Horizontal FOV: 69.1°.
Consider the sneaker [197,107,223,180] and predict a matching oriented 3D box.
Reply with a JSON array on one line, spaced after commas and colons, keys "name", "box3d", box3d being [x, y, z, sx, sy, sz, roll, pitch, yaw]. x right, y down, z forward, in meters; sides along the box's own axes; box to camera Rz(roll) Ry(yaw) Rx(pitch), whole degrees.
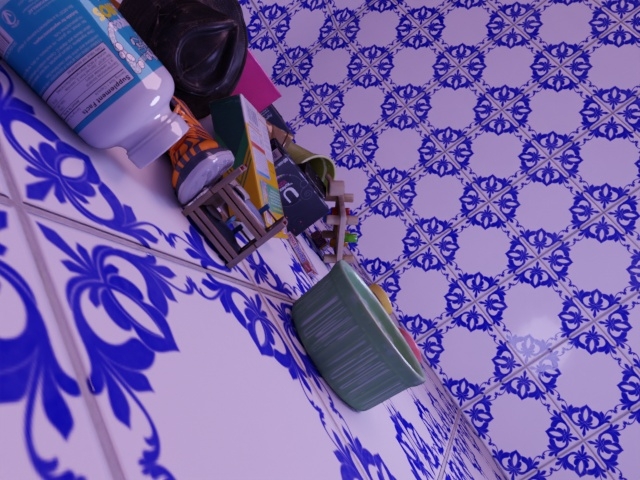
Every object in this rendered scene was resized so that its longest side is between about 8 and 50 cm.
[{"name": "sneaker", "box3d": [-0.261, -0.258, 1.157, 0.290, 0.123, 0.106, 52, 4, -23]}]

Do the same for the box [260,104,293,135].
[{"name": "box", "box3d": [-0.316, -0.517, 1.741, 0.395, 0.212, 0.294, 49, 7, -30]}]

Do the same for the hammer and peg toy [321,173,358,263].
[{"name": "hammer and peg toy", "box3d": [0.080, -0.101, 1.864, 0.266, 0.127, 0.362, -94, -174, -58]}]

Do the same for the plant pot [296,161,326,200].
[{"name": "plant pot", "box3d": [-0.081, -0.182, 1.713, 0.188, 0.166, 0.187, 51, 18, -20]}]

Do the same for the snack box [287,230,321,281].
[{"name": "snack box", "box3d": [-0.055, 0.049, 1.465, 0.178, 0.022, 0.064, 58, 6, 37]}]

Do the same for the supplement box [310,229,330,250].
[{"name": "supplement box", "box3d": [0.000, 0.000, 2.052, 0.083, 0.043, 0.055, 55, 8, 18]}]

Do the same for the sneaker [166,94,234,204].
[{"name": "sneaker", "box3d": [-0.255, -0.170, 0.830, 0.180, 0.124, 0.321, 48, -3, -14]}]

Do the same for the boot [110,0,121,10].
[{"name": "boot", "box3d": [-0.432, -0.438, 0.984, 0.295, 0.104, 0.211, 43, 14, -13]}]

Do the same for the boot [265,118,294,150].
[{"name": "boot", "box3d": [-0.257, -0.334, 1.587, 0.269, 0.236, 0.089, 29, -8, -15]}]

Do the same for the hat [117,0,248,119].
[{"name": "hat", "box3d": [-0.258, -0.412, 0.983, 0.133, 0.331, 0.331, 21, -19, 44]}]

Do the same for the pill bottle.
[{"name": "pill bottle", "box3d": [-0.292, -0.221, 0.595, 0.264, 0.146, 0.146, 51, 7, -25]}]

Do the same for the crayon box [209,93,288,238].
[{"name": "crayon box", "box3d": [-0.165, -0.155, 1.111, 0.203, 0.083, 0.323, 10, 68, -81]}]

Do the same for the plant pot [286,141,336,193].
[{"name": "plant pot", "box3d": [-0.116, -0.305, 2.022, 0.254, 0.276, 0.276, 44, 0, 34]}]

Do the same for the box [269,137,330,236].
[{"name": "box", "box3d": [-0.117, -0.164, 1.500, 0.270, 0.165, 0.143, 48, 8, -39]}]

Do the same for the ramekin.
[{"name": "ramekin", "box3d": [0.073, 0.205, 0.984, 0.303, 0.148, 0.303, 53, 7, -9]}]

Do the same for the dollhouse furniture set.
[{"name": "dollhouse furniture set", "box3d": [-0.147, -0.058, 0.867, 0.129, 0.128, 0.184, 53, 6, -12]}]

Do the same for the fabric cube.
[{"name": "fabric cube", "box3d": [-0.311, -0.463, 1.276, 0.259, 0.258, 0.254, 58, 8, 34]}]

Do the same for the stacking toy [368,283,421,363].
[{"name": "stacking toy", "box3d": [0.194, 0.335, 1.618, 0.309, 0.130, 0.280, 59, -19, 17]}]
